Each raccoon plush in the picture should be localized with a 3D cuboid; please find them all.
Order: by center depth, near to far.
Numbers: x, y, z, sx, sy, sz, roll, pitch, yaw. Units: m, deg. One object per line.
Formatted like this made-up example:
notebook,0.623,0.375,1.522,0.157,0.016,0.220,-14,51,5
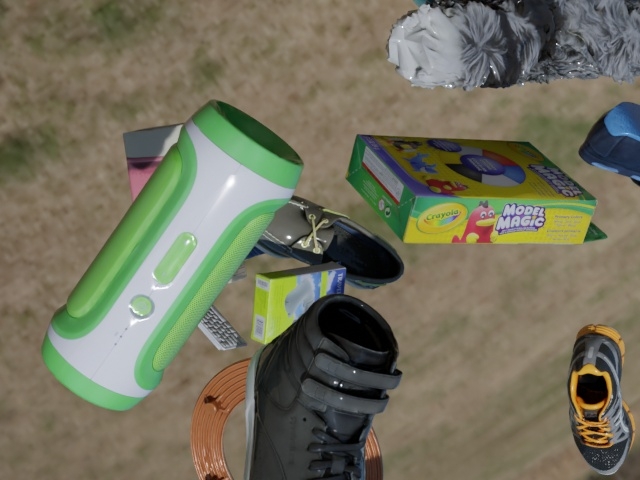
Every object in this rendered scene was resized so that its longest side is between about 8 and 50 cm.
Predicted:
raccoon plush,0.154,-0.258,1.503,0.446,0.216,0.299,-7,-178,-40

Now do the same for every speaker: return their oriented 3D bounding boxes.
speaker,-0.143,0.016,1.320,0.296,0.131,0.131,-54,161,12

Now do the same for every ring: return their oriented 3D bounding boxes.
ring,-0.061,0.343,2.168,0.336,0.336,0.032,-42,177,29

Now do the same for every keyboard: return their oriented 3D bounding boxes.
keyboard,-0.218,0.084,2.248,0.072,0.256,0.014,-12,144,-57

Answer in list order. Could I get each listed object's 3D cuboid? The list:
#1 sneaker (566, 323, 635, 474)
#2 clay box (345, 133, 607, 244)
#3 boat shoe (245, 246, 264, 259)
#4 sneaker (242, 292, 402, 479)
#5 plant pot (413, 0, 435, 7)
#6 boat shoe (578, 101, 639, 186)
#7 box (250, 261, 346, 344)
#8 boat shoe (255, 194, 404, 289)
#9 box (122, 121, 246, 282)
sneaker,0.350,0.215,1.767,0.084,0.214,0.083,-1,-152,23
clay box,0.150,-0.047,1.270,0.222,0.127,0.053,-1,120,-27
boat shoe,-0.151,0.001,2.392,0.183,0.066,0.066,-15,156,7
sneaker,0.007,0.169,1.140,0.105,0.295,0.147,14,135,-24
plant pot,0.198,-0.470,1.895,0.235,0.293,0.293,-36,165,-3
boat shoe,0.416,-0.113,1.739,0.258,0.109,0.089,19,134,-38
box,-0.026,0.096,2.169,0.178,0.042,0.109,-8,110,-41
boat shoe,0.001,-0.004,2.258,0.091,0.305,0.109,-5,-117,60
box,-0.191,-0.047,1.971,0.127,0.232,0.148,-8,180,6
